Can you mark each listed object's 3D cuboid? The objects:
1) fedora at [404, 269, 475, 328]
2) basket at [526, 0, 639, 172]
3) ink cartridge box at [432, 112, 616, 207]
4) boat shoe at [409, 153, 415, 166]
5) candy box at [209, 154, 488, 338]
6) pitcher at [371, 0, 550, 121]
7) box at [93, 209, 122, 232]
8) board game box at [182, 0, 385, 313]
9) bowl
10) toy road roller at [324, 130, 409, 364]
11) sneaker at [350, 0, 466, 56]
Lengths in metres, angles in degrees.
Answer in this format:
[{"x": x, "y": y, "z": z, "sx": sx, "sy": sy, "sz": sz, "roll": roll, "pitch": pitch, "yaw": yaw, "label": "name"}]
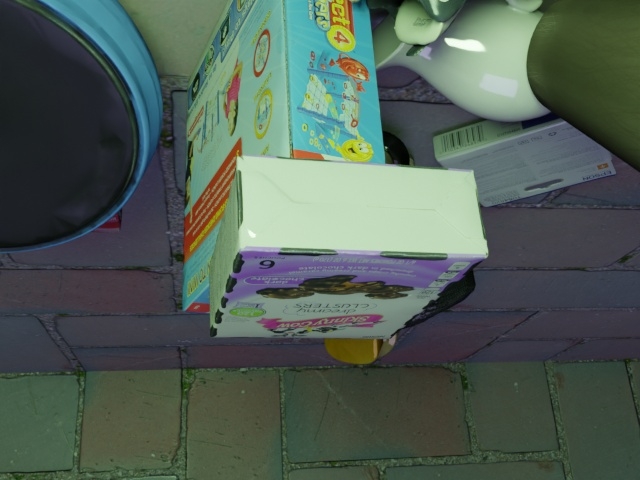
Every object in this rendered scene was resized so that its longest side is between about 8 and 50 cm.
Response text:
[{"x": 0.156, "y": 0.076, "z": 1.257, "sx": 0.334, "sy": 0.152, "sz": 0.334, "roll": -22, "pitch": 173, "yaw": -3, "label": "fedora"}, {"x": 0.303, "y": -0.150, "z": 0.608, "sx": 0.154, "sy": 0.227, "sz": 0.204, "roll": 22, "pitch": 104, "yaw": -29, "label": "basket"}, {"x": 0.313, "y": -0.129, "z": 1.042, "sx": 0.223, "sy": 0.045, "sz": 0.224, "roll": -15, "pitch": 156, "yaw": 26, "label": "ink cartridge box"}, {"x": 0.094, "y": -0.050, "z": 1.133, "sx": 0.095, "sy": 0.095, "sz": 0.257, "roll": 2, "pitch": 157, "yaw": -12, "label": "boat shoe"}, {"x": 0.006, "y": 0.017, "z": 0.525, "sx": 0.165, "sy": 0.070, "sz": 0.196, "roll": 2, "pitch": 156, "yaw": -14, "label": "candy box"}, {"x": 0.172, "y": -0.220, "z": 0.726, "sx": 0.207, "sy": 0.125, "sz": 0.177, "roll": 15, "pitch": 138, "yaw": -14, "label": "pitcher"}, {"x": -0.397, "y": -0.091, "z": 0.923, "sx": 0.257, "sy": 0.122, "sz": 0.128, "roll": 2, "pitch": 156, "yaw": -13, "label": "box"}, {"x": -0.056, "y": -0.110, "z": 0.697, "sx": 0.086, "sy": 0.301, "sz": 0.308, "roll": 7, "pitch": 156, "yaw": -25, "label": "board game box"}, {"x": -0.364, "y": -0.132, "z": 0.717, "sx": 0.392, "sy": 0.077, "sz": 0.391, "roll": -6, "pitch": 137, "yaw": -5, "label": "bowl"}, {"x": 0.000, "y": 0.000, "z": 1.007, "sx": 0.241, "sy": 0.202, "sz": 0.329, "roll": 3, "pitch": 122, "yaw": 20, "label": "toy road roller"}, {"x": 0.127, "y": -0.224, "z": 0.598, "sx": 0.235, "sy": 0.152, "sz": 0.094, "roll": 11, "pitch": -176, "yaw": -22, "label": "sneaker"}]
